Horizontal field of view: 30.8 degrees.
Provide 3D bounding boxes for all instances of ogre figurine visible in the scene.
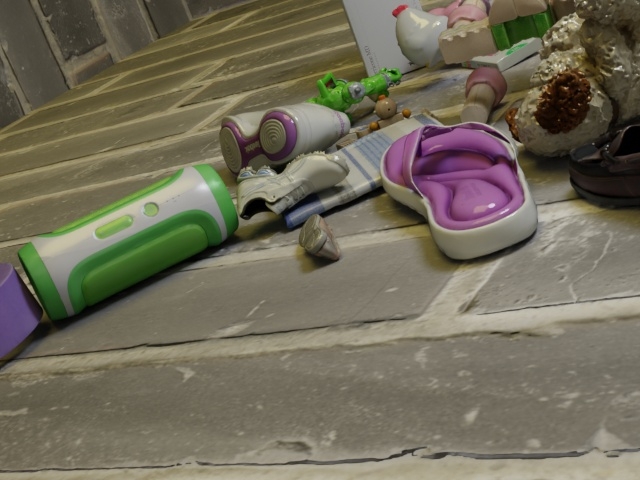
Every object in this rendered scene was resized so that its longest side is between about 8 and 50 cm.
[{"bbox_3d":[0.038,-0.256,2.086,0.197,0.097,0.118,5,18,32],"label":"ogre figurine"}]

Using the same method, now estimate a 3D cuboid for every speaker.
[{"bbox_3d":[-0.270,0.000,1.653,0.296,0.131,0.131,-27,19,-16],"label":"speaker"}]

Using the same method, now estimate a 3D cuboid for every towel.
[{"bbox_3d":[0.063,-0.105,1.730,0.285,0.034,0.209,-25,21,-4],"label":"towel"}]

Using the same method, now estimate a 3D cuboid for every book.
[{"bbox_3d":[0.325,-0.338,2.101,0.096,0.035,0.144,-32,21,-12],"label":"book"}]

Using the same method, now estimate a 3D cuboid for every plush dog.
[{"bbox_3d":[0.346,-0.193,1.500,0.225,0.210,0.262,-40,-5,-8],"label":"plush dog"}]

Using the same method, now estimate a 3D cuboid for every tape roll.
[{"bbox_3d":[-0.483,0.116,1.597,0.189,0.080,0.189,-27,20,11],"label":"tape roll"}]

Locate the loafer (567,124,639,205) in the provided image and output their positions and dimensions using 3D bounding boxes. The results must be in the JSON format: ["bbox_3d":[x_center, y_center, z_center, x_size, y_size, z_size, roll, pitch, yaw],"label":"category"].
[{"bbox_3d":[0.366,-0.091,1.249,0.109,0.095,0.302,-27,19,-16],"label":"loafer"}]

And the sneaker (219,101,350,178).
[{"bbox_3d":[-0.065,-0.168,1.957,0.152,0.114,0.305,-13,8,-31],"label":"sneaker"}]

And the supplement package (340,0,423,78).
[{"bbox_3d":[0.119,-0.474,2.338,0.145,0.262,0.204,-20,18,5],"label":"supplement package"}]

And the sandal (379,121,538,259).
[{"bbox_3d":[0.172,-0.099,1.454,0.169,0.102,0.416,-21,22,-4],"label":"sandal"}]

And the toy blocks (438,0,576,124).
[{"bbox_3d":[0.320,-0.375,1.758,0.288,0.309,0.260,-12,27,26],"label":"toy blocks"}]

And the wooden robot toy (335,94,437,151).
[{"bbox_3d":[0.100,-0.194,1.863,0.173,0.079,0.076,-22,18,-3],"label":"wooden robot toy"}]

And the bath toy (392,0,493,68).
[{"bbox_3d":[0.251,-0.411,2.189,0.348,0.129,0.151,-29,-25,-46],"label":"bath toy"}]

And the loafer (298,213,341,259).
[{"bbox_3d":[0.000,0.000,1.506,0.045,0.039,0.125,-54,13,8],"label":"loafer"}]

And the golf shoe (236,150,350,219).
[{"bbox_3d":[-0.040,-0.069,1.646,0.176,0.069,0.086,-14,47,26],"label":"golf shoe"}]
